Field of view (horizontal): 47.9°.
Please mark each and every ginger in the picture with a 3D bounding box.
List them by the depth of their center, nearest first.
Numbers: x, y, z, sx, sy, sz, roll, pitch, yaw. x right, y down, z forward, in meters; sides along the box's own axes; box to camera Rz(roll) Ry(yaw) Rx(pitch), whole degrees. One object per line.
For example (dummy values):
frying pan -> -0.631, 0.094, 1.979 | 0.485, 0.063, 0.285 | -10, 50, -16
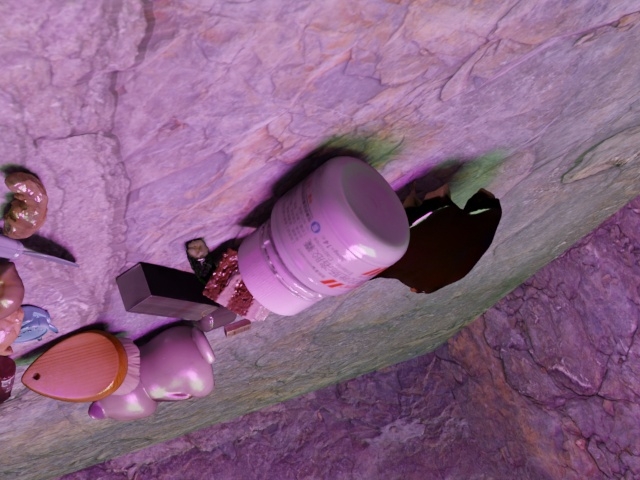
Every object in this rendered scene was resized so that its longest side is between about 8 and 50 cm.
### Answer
ginger -> -0.480, -0.058, 1.177 | 0.069, 0.051, 0.173 | -6, 147, -28
ginger -> -0.690, 0.159, 1.430 | 0.193, 0.115, 0.123 | 21, 104, -41
ginger -> 0.250, -0.032, 1.894 | 0.358, 0.211, 0.413 | 7, 136, -32

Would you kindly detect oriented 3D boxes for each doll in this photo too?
doll -> -0.457, 0.370, 2.011 | 0.370, 0.215, 0.226 | -26, 144, -1

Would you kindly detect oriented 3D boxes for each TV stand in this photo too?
TV stand -> -0.352, 0.125, 1.698 | 0.082, 0.088, 0.269 | -32, 158, 16

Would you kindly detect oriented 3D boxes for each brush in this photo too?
brush -> -0.604, 0.326, 1.826 | 0.266, 0.174, 0.166 | -11, 167, -1

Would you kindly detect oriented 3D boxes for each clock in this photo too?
clock -> -0.648, 0.192, 1.598 | 0.108, 0.045, 0.147 | -26, 160, 9

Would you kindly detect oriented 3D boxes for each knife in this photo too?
knife -> -0.524, 0.023, 1.303 | 0.080, 0.044, 0.331 | 4, 171, 21

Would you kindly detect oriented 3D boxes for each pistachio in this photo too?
pistachio -> -0.607, 0.095, 1.339 | 0.113, 0.113, 0.149 | -9, 170, -36

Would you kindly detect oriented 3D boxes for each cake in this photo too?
cake -> -0.174, 0.108, 1.698 | 0.135, 0.147, 0.134 | -59, 166, 2

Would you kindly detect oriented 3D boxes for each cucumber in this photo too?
cucumber -> -0.272, 0.054, 1.664 | 0.058, 0.058, 0.187 | -22, 159, -7

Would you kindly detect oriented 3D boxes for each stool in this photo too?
stool -> -0.282, 0.190, 1.929 | 0.110, 0.096, 0.096 | -14, 157, -37

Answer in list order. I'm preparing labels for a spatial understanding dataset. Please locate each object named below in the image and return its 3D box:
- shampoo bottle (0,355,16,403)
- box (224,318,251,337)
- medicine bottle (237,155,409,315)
shampoo bottle -> -0.802, 0.358, 1.807 | 0.068, 0.067, 0.236 | 0, 150, -29
box -> -0.259, 0.274, 2.257 | 0.083, 0.024, 0.053 | -16, 158, -17
medicine bottle -> 0.000, 0.000, 1.547 | 0.324, 0.256, 0.256 | -35, 157, 31
